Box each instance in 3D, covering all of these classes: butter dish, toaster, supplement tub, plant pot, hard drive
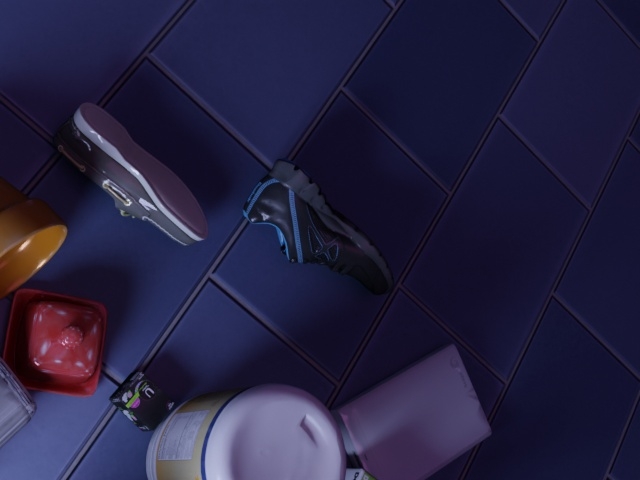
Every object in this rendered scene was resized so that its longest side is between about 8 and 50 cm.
[{"bbox_3d":[-0.404,0.156,1.524,0.159,0.118,0.160,14,71,-29],"label":"butter dish"},{"bbox_3d":[-0.525,0.242,1.426,0.146,0.129,0.227,-42,102,-33],"label":"toaster"},{"bbox_3d":[-0.129,0.347,1.528,0.228,0.316,0.229,8,75,-29],"label":"supplement tub"},{"bbox_3d":[-0.521,-0.025,1.462,0.188,0.205,0.205,48,58,5],"label":"plant pot"},{"bbox_3d":[0.181,0.354,1.880,0.307,0.040,0.203,-24,92,-32],"label":"hard drive"}]

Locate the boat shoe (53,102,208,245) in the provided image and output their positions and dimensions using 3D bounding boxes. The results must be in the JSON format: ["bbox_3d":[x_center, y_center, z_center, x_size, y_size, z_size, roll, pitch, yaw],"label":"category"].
[{"bbox_3d":[-0.319,-0.097,1.651,0.305,0.091,0.109,46,23,-17],"label":"boat shoe"}]

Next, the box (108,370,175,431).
[{"bbox_3d":[-0.294,0.266,1.603,0.083,0.052,0.062,48,61,-14],"label":"box"}]

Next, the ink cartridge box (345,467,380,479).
[{"bbox_3d":[0.069,0.491,1.651,0.097,0.255,0.189,38,62,-18],"label":"ink cartridge box"}]

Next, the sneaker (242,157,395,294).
[{"bbox_3d":[0.000,0.000,1.827,0.140,0.125,0.341,-47,109,-2],"label":"sneaker"}]
